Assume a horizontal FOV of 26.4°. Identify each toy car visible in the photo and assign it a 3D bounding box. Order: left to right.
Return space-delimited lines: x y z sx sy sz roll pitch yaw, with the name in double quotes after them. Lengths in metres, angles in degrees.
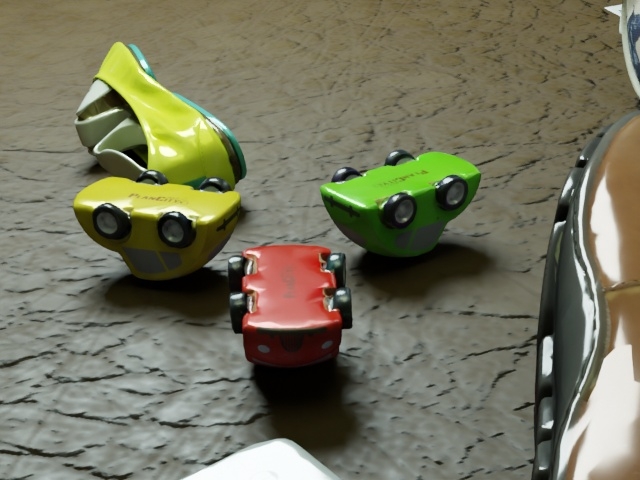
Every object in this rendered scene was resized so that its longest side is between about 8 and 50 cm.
0.000 0.000 0.794 0.225 0.053 0.239 -18 30 -31 "toy car"

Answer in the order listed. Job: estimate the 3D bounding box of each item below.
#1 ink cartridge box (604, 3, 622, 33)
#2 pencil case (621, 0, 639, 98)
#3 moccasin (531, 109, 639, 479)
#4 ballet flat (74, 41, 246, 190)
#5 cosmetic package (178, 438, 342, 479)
0.299 -0.194 1.213 0.083 0.028 0.048 -9 25 -15 "ink cartridge box"
0.432 -0.186 1.026 0.410 0.160 0.183 -6 34 -7 "pencil case"
0.161 0.056 0.555 0.147 0.139 0.380 3 26 10 "moccasin"
-0.130 -0.082 0.967 0.077 0.077 0.231 -28 34 -14 "ballet flat"
-0.015 0.169 0.310 0.151 0.151 0.183 -20 30 -31 "cosmetic package"
